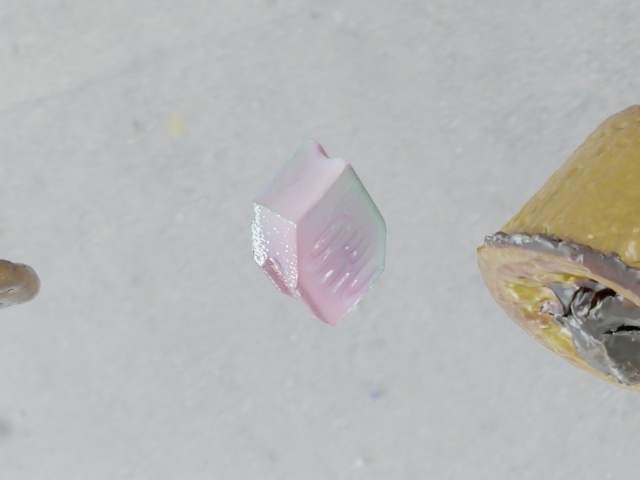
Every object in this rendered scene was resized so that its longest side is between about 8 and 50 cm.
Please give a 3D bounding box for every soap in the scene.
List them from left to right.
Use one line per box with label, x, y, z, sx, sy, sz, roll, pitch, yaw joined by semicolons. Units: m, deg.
soap;0.000;0.000;1.472;0.056;0.149;0.100;35;77;35

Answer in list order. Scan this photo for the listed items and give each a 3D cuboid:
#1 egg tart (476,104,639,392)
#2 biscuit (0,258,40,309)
egg tart;0.223;0.013;1.248;0.215;0.215;0.171;23;70;22
biscuit;-0.345;0.048;1.572;0.212;0.212;0.036;-13;81;31
